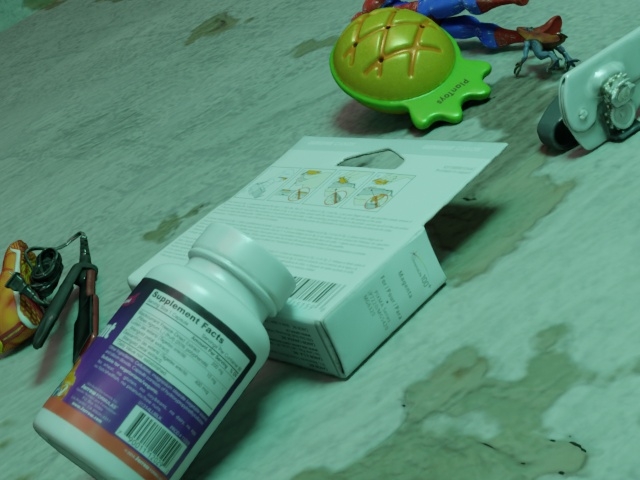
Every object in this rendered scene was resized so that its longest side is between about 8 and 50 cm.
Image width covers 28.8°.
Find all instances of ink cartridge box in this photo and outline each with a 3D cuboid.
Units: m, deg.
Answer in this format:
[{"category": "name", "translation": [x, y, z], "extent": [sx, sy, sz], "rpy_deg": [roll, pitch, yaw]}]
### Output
[{"category": "ink cartridge box", "translation": [0.000, 0.000, 1.062], "extent": [0.239, 0.060, 0.275], "rpy_deg": [-40, 29, -29]}]

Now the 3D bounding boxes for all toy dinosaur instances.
[{"category": "toy dinosaur", "translation": [0.223, -0.200, 1.236], "extent": [0.047, 0.090, 0.082], "rpy_deg": [-18, 54, -20]}]

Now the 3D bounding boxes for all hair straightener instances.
[{"category": "hair straightener", "translation": [-0.251, 0.038, 1.184], "extent": [0.047, 0.089, 0.230], "rpy_deg": [-57, 18, 19]}]

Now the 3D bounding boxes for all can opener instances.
[{"category": "can opener", "translation": [0.308, -0.173, 1.091], "extent": [0.280, 0.074, 0.093], "rpy_deg": [-32, 25, -13]}]

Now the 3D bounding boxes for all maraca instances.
[{"category": "maraca", "translation": [0.091, -0.177, 1.282], "extent": [0.127, 0.099, 0.185], "rpy_deg": [-43, 54, -16]}]

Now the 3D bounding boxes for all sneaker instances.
[{"category": "sneaker", "translation": [-0.311, 0.051, 1.253], "extent": [0.067, 0.064, 0.175], "rpy_deg": [-33, 22, 7]}]

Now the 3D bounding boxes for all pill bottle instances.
[{"category": "pill bottle", "translation": [-0.104, 0.085, 0.884], "extent": [0.108, 0.108, 0.193], "rpy_deg": [12, 60, 53]}]

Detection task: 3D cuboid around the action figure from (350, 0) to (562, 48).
[{"category": "action figure", "translation": [0.155, -0.274, 1.411], "extent": [0.280, 0.091, 0.139], "rpy_deg": [4, 44, 45]}]
